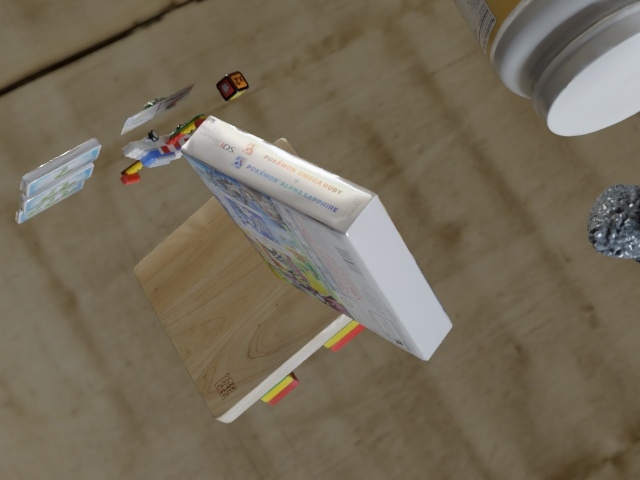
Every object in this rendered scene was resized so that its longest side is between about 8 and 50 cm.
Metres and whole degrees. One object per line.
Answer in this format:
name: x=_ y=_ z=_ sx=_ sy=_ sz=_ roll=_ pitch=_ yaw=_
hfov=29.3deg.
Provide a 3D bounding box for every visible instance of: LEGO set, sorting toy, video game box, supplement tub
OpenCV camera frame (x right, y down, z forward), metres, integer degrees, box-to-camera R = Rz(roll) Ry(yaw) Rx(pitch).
LEGO set: x=-0.178 y=-0.080 z=1.200 sx=0.060 sy=0.244 sz=0.182 roll=57 pitch=-20 yaw=2
sorting toy: x=-0.062 y=0.054 z=1.481 sx=0.089 sy=0.257 sz=0.255 roll=38 pitch=14 yaw=-53
video game box: x=0.000 y=0.000 z=1.010 sx=0.187 sy=0.048 sz=0.205 roll=25 pitch=-19 yaw=35
supplement tub: x=0.248 y=-0.291 z=1.282 sx=0.228 sy=0.228 sz=0.316 roll=95 pitch=-29 yaw=-65

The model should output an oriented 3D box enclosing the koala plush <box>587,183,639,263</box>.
koala plush: x=0.325 y=-0.017 z=0.939 sx=0.203 sy=0.196 sz=0.221 roll=44 pitch=14 yaw=13
